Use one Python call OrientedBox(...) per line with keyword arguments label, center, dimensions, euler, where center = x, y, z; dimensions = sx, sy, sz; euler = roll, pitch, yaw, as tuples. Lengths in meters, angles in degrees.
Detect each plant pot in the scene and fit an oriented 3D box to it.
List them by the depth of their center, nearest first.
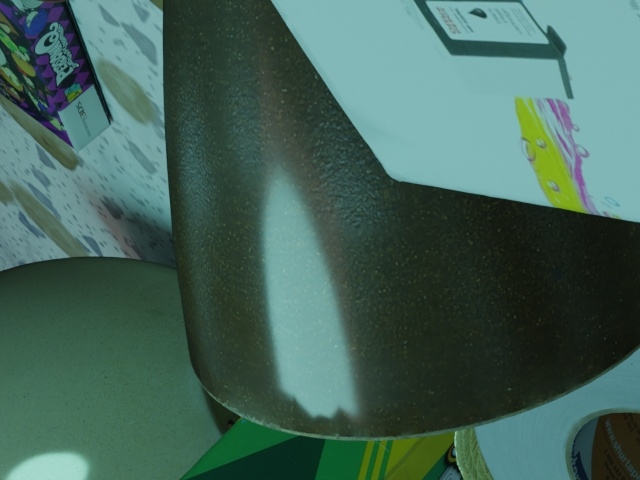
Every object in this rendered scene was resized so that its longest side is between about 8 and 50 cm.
OrientedBox(label="plant pot", center=(0.022, -0.076, 0.690), dimensions=(0.215, 0.215, 0.230), euler=(22, 134, 50))
OrientedBox(label="plant pot", center=(-0.129, 0.131, 1.312), dimensions=(0.191, 0.284, 0.284), euler=(-20, 117, 30))

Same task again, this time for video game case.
OrientedBox(label="video game case", center=(-0.261, -0.191, 1.237), dimensions=(0.232, 0.042, 0.210), euler=(36, 159, 28))

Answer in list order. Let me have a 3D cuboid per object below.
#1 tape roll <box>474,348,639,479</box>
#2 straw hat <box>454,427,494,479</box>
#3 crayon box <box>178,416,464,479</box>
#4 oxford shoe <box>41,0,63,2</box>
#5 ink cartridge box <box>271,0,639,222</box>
OrientedBox(label="tape roll", center=(0.179, 0.097, 0.783), dimensions=(0.219, 0.072, 0.219), euler=(29, 144, 24))
OrientedBox(label="straw hat", center=(0.148, 0.100, 0.923), dimensions=(0.144, 0.144, 0.061), euler=(48, -159, -1))
OrientedBox(label="crayon box", center=(-0.007, 0.239, 1.134), dimensions=(0.106, 0.313, 0.363), euler=(33, 156, 26))
OrientedBox(label="oxford shoe", center=(-0.241, -0.270, 0.911), dimensions=(0.130, 0.123, 0.348), euler=(18, 145, 41))
OrientedBox(label="ink cartridge box", center=(0.098, -0.117, 0.464), dimensions=(0.233, 0.171, 0.168), euler=(14, 141, 58))
